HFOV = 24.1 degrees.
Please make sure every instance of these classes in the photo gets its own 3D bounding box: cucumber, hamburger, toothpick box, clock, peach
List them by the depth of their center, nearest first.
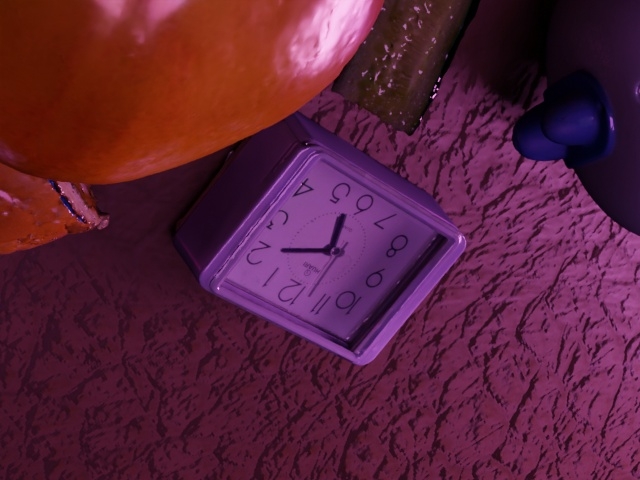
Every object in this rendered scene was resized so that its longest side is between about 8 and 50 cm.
[{"bbox_3d":[-0.116,-0.172,0.831,0.288,0.289,0.308,-10,167,-20],"label":"peach"},{"bbox_3d":[-0.224,-0.043,1.007,0.102,0.087,0.176,-36,133,-2],"label":"hamburger"},{"bbox_3d":[0.080,-0.185,1.086,0.078,0.062,0.211,25,119,-1],"label":"cucumber"},{"bbox_3d":[0.323,-0.129,1.141,0.354,0.263,0.263,-17,128,-14],"label":"toothpick box"},{"bbox_3d":[-0.001,0.000,1.159,0.193,0.073,0.145,29,105,-38],"label":"clock"}]
